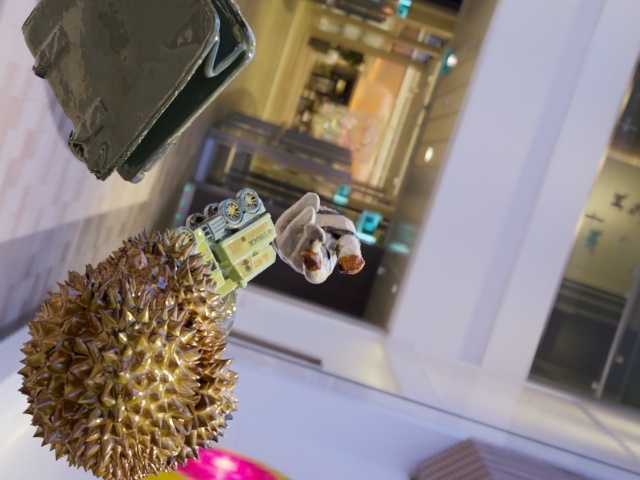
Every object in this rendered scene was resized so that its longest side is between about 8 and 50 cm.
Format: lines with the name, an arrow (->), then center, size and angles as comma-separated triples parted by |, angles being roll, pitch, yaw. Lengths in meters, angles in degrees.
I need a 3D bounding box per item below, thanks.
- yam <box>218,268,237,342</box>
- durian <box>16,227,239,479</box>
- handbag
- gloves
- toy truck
yam -> -0.256, 0.139, 1.649 | 0.254, 0.154, 0.154 | -25, 146, -41
durian -> -0.124, 0.081, 0.689 | 0.158, 0.137, 0.168 | -16, 108, -52
handbag -> -0.220, -0.230, 1.185 | 0.260, 0.248, 0.079 | -43, 158, 28
gloves -> -0.014, 0.006, 1.644 | 0.131, 0.140, 0.219 | -36, -169, 22
toy truck -> -0.116, 0.015, 1.165 | 0.077, 0.100, 0.169 | -22, -170, 42
